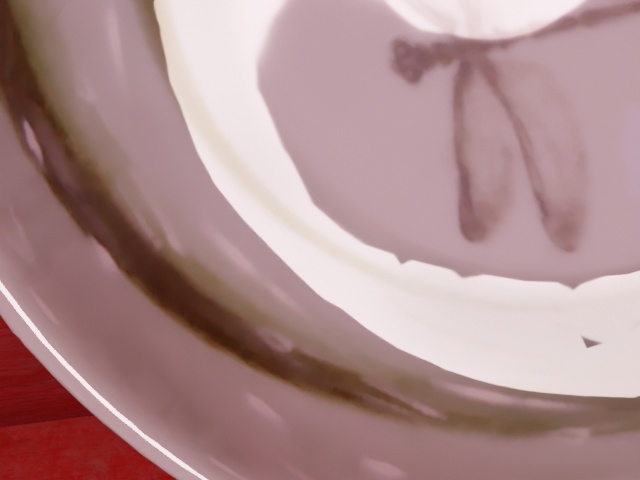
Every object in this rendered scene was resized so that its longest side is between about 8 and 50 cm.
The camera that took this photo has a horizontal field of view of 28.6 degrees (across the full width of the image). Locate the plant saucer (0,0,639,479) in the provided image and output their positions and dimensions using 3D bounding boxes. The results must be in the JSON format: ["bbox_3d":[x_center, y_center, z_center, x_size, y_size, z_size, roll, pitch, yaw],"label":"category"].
[{"bbox_3d":[0.059,-0.057,0.380,0.400,0.401,0.100,-13,-152,28],"label":"plant saucer"}]
